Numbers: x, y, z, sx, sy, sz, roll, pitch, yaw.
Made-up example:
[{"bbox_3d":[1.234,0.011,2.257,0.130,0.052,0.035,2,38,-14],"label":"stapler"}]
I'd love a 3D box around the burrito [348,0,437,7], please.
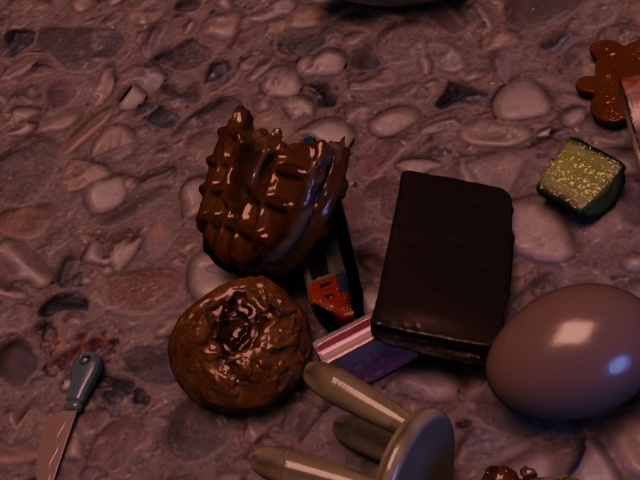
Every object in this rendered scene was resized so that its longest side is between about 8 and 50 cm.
[{"bbox_3d":[0.136,-0.540,2.068,0.332,0.135,0.190,-3,41,20],"label":"burrito"}]

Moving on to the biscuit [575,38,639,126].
[{"bbox_3d":[0.514,-0.272,1.782,0.138,0.031,0.205,3,51,21],"label":"biscuit"}]

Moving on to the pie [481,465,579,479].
[{"bbox_3d":[0.273,0.414,1.222,0.257,0.105,0.274,22,61,20],"label":"pie"}]

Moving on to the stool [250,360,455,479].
[{"bbox_3d":[0.048,0.291,1.340,0.198,0.195,0.195,12,55,29],"label":"stool"}]

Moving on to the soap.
[{"bbox_3d":[0.072,0.159,1.508,0.149,0.100,0.056,-26,50,-7],"label":"soap"}]

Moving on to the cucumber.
[{"bbox_3d":[0.413,-0.091,1.639,0.116,0.062,0.115,-46,50,-12],"label":"cucumber"}]

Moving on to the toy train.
[{"bbox_3d":[0.000,0.000,1.678,0.089,0.086,0.409,-20,47,9],"label":"toy train"}]

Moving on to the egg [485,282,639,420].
[{"bbox_3d":[0.335,0.153,1.377,0.232,0.176,0.176,-26,47,6],"label":"egg"}]

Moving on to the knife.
[{"bbox_3d":[-0.402,0.284,1.611,0.058,0.032,0.244,5,56,19],"label":"knife"}]

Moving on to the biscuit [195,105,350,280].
[{"bbox_3d":[-0.096,-0.069,1.664,0.366,0.115,0.268,24,93,60],"label":"biscuit"}]

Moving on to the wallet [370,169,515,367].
[{"bbox_3d":[0.195,0.025,1.565,0.197,0.051,0.377,12,44,3],"label":"wallet"}]

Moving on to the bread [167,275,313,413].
[{"bbox_3d":[-0.124,0.152,1.567,0.230,0.123,0.230,-10,46,11],"label":"bread"}]

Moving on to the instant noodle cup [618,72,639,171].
[{"bbox_3d":[0.590,-0.181,1.557,0.231,0.243,0.243,-14,47,16],"label":"instant noodle cup"}]
